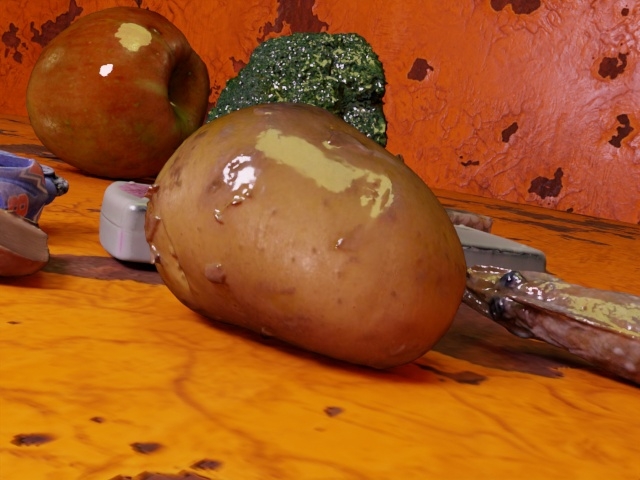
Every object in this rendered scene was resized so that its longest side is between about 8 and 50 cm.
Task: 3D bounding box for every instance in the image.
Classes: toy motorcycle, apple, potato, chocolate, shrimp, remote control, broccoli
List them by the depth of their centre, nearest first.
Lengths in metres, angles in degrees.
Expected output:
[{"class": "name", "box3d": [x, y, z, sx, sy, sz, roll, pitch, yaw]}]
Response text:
[{"class": "potato", "box3d": [-0.009, -0.007, 0.430, 0.176, 0.137, 0.137, 14, 8, 18]}, {"class": "chocolate", "box3d": [-0.193, 0.003, 0.487, 0.065, 0.031, 0.101, 25, 3, -26]}, {"class": "shrimp", "box3d": [0.190, 0.057, 0.488, 0.224, 0.047, 0.126, 18, 3, 23]}, {"class": "toy motorcycle", "box3d": [-0.275, -0.041, 0.585, 0.205, 0.076, 0.114, 4, 16, -33]}, {"class": "remote control", "box3d": [0.000, 0.001, 0.663, 0.344, 0.050, 0.145, 6, 8, -18]}, {"class": "apple", "box3d": [-0.292, -0.208, 1.177, 0.226, 0.246, 0.246, 3, 5, 18]}, {"class": "broccoli", "box3d": [-0.029, -0.158, 1.186, 0.308, 0.307, 0.275, 13, -26, 26]}]

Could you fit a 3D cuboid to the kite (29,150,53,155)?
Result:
[{"class": "kite", "box3d": [-0.415, -0.136, 1.379, 0.137, 0.005, 0.152, 8, 7, -19]}]

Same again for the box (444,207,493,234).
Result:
[{"class": "box", "box3d": [0.161, -0.017, 1.028, 0.098, 0.044, 0.062, 5, 10, -40]}]
